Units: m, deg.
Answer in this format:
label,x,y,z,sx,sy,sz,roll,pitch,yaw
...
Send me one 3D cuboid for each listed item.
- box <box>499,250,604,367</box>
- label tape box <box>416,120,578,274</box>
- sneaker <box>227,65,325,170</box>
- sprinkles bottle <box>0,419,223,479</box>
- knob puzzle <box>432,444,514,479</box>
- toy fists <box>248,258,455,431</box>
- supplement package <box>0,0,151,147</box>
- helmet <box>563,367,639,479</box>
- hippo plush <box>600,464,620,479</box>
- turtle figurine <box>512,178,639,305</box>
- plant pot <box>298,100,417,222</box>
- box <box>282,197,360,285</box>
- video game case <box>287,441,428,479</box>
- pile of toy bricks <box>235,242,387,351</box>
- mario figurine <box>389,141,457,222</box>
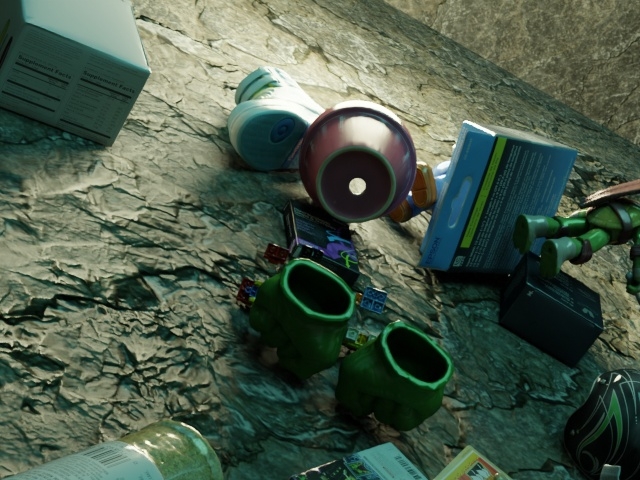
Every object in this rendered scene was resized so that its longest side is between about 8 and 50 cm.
label,x,y,z,sx,sy,sz,roll,pitch,yaw
box,0.401,0.117,2.191,0.156,0.093,0.158,31,22,-3
label tape box,0.283,-0.074,2.202,0.347,0.249,0.115,4,19,-47
sneaker,-0.106,-0.226,2.203,0.208,0.127,0.319,45,17,23
sprinkles bottle,-0.230,0.253,1.100,0.121,0.121,0.355,41,25,20
knob puzzle,0.241,0.348,1.617,0.213,0.030,0.213,27,24,-13
toy fists,0.033,0.145,1.626,0.279,0.142,0.096,32,54,1
supplement package,-0.397,-0.297,1.948,0.204,0.145,0.262,20,26,-27
helmet,0.458,0.277,1.859,0.169,0.161,0.169,27,24,-13
hippo plush,0.318,0.401,1.391,0.234,0.294,0.236,10,-10,28
turtle figurine,0.477,0.027,2.220,0.266,0.275,0.198,-6,66,-24
plant pot,0.060,-0.115,2.067,0.201,0.201,0.180,30,16,-6
box,0.000,0.000,2.003,0.116,0.029,0.162,24,22,-19
video game case,0.094,0.339,1.435,0.232,0.042,0.210,43,25,24
pile of toy bricks,-0.007,0.084,1.767,0.212,0.118,0.105,20,-15,-3
mario figurine,0.243,-0.130,2.360,0.198,0.170,0.320,15,19,41
